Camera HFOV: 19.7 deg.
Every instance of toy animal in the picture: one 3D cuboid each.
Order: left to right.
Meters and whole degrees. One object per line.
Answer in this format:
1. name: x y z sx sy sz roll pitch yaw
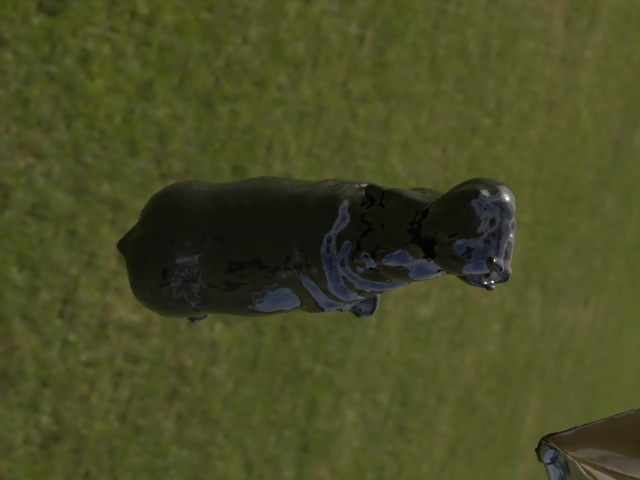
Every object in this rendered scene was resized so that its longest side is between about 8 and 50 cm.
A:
1. toy animal: 0.013 0.002 1.364 0.168 0.343 0.106 15 73 -57

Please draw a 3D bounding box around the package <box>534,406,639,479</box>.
1. package: 0.301 0.239 1.405 0.311 0.221 0.165 67 7 -64
